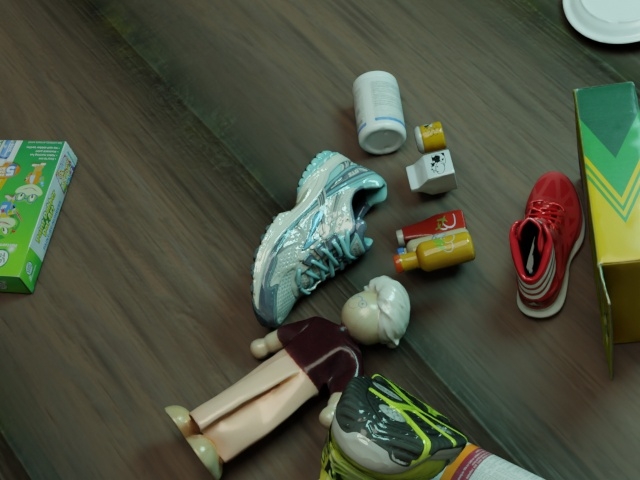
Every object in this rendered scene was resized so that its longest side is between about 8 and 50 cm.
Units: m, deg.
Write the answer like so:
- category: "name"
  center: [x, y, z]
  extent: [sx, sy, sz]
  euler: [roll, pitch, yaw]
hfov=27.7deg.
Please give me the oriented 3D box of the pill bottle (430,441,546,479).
- category: "pill bottle"
  center: [0.231, 0.328, 1.484]
  extent: [0.221, 0.121, 0.121]
  euler: [24, 66, 26]

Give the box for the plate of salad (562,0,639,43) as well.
- category: "plate of salad"
  center: [0.461, -0.369, 1.931]
  extent: [0.200, 0.048, 0.200]
  euler: [-12, 57, 19]

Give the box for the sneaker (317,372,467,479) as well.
- category: "sneaker"
  center: [0.069, 0.242, 1.452]
  extent: [0.145, 0.385, 0.147]
  euler: [32, 89, 11]

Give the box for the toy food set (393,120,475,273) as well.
- category: "toy food set"
  center: [0.138, -0.046, 1.760]
  extent: [0.104, 0.111, 0.232]
  euler: [-14, 58, 5]

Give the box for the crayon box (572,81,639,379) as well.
- category: "crayon box"
  center: [0.377, -0.012, 1.624]
  extent: [0.081, 0.202, 0.318]
  euler: [-6, 57, 10]

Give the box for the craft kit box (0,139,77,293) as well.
- category: "craft kit box"
  center: [-0.521, -0.041, 1.963]
  extent: [0.250, 0.061, 0.246]
  euler: [2, 60, 16]

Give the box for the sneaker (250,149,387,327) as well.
- category: "sneaker"
  center: [0.000, 0.000, 1.770]
  extent: [0.122, 0.110, 0.283]
  euler: [18, 63, 20]

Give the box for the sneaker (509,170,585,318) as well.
- category: "sneaker"
  center: [0.298, -0.021, 1.693]
  extent: [0.087, 0.128, 0.221]
  euler: [0, 58, 15]

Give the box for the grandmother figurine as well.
- category: "grandmother figurine"
  center: [-0.023, 0.167, 1.667]
  extent: [0.342, 0.104, 0.208]
  euler: [-36, 50, -10]

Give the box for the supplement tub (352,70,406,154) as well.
- category: "supplement tub"
  center: [0.085, -0.186, 1.892]
  extent: [0.071, 0.071, 0.107]
  euler: [-10, 56, 8]
